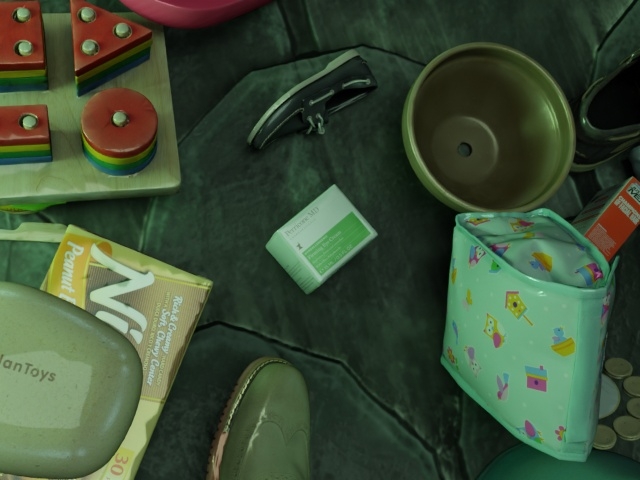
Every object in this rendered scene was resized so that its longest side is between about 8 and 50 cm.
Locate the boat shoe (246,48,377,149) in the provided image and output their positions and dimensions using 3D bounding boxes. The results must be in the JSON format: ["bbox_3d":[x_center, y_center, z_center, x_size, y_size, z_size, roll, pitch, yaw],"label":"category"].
[{"bbox_3d":[-0.007,-0.176,1.184,0.206,0.075,0.065,-40,87,-22],"label":"boat shoe"}]

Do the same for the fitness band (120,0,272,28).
[{"bbox_3d":[-0.155,-0.386,1.176,0.291,0.054,0.209,-33,84,-33],"label":"fitness band"}]

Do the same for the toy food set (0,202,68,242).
[{"bbox_3d":[-0.364,-0.095,1.099,0.133,0.038,0.192,1,78,-13],"label":"toy food set"}]

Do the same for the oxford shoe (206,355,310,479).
[{"bbox_3d":[-0.040,0.326,1.009,0.141,0.147,0.396,18,68,-41],"label":"oxford shoe"}]

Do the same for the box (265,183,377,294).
[{"bbox_3d":[0.000,0.000,1.134,0.101,0.102,0.087,-40,88,-16],"label":"box"}]

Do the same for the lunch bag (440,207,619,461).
[{"bbox_3d":[0.257,0.104,1.055,0.160,0.262,0.223,-4,111,-14],"label":"lunch bag"}]

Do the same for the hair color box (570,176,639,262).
[{"bbox_3d":[0.376,-0.006,1.230,0.053,0.093,0.167,44,73,-3],"label":"hair color box"}]

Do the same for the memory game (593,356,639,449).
[{"bbox_3d":[0.338,0.200,1.157,0.186,0.012,0.186,-2,36,1],"label":"memory game"}]

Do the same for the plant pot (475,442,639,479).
[{"bbox_3d":[0.338,0.373,1.059,0.272,0.255,0.271,3,78,-13],"label":"plant pot"}]

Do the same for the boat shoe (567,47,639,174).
[{"bbox_3d":[0.479,-0.213,1.277,0.355,0.130,0.132,-36,89,-17],"label":"boat shoe"}]

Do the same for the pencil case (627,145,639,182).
[{"bbox_3d":[0.524,-0.022,1.253,0.114,0.124,0.273,-17,81,10],"label":"pencil case"}]

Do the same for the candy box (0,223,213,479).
[{"bbox_3d":[-0.269,0.162,1.043,0.183,0.087,0.316,23,74,-7],"label":"candy box"}]

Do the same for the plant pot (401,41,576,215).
[{"bbox_3d":[0.213,-0.137,1.210,0.238,0.110,0.237,3,77,-14],"label":"plant pot"}]

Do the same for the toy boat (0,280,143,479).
[{"bbox_3d":[-0.347,0.200,0.915,0.268,0.148,0.318,26,68,-7],"label":"toy boat"}]

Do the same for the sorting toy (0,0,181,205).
[{"bbox_3d":[-0.307,-0.182,1.080,0.256,0.089,0.257,-5,68,-14],"label":"sorting toy"}]
